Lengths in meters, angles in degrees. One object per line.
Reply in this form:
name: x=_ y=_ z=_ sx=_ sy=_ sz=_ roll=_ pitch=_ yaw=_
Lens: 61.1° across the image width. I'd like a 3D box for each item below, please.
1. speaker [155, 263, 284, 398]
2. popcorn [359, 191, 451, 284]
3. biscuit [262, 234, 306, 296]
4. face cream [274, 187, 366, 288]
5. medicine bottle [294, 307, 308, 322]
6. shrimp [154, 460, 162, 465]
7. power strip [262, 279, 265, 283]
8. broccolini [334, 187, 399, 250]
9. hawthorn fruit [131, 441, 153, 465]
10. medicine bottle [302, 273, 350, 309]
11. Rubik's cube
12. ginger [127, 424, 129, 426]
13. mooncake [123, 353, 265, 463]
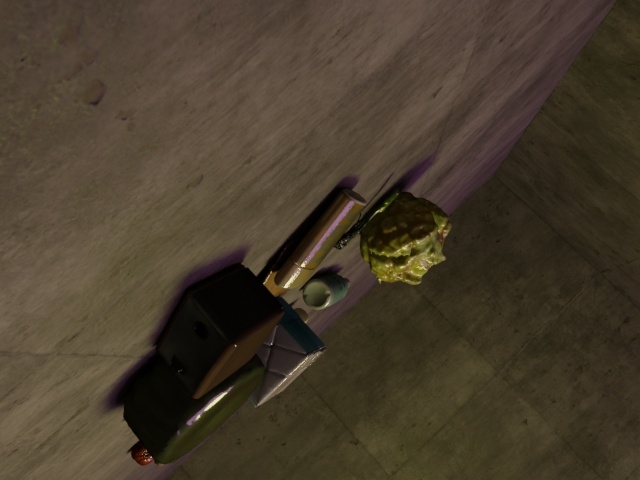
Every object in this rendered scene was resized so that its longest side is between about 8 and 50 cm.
speaker: x=-0.216 y=0.191 z=1.156 sx=0.193 sy=0.153 sz=0.231 roll=-27 pitch=160 yaw=-49
popcorn: x=0.271 y=0.005 z=1.801 sx=0.335 sy=0.274 sz=0.279 roll=-46 pitch=165 yaw=11
biscuit: x=-0.085 y=0.074 z=1.444 sx=0.236 sy=0.013 sz=0.232 roll=-56 pitch=164 yaw=21
face cream: x=0.000 y=0.000 z=1.345 sx=0.285 sy=0.067 sz=0.139 roll=-52 pitch=165 yaw=14
medicine bottle: x=-0.131 y=0.352 z=2.056 sx=0.114 sy=0.114 sz=0.252 roll=-28 pitch=161 yaw=-51
shrimp: x=-0.523 y=0.669 z=1.950 sx=0.317 sy=0.077 sz=0.168 roll=-58 pitch=-154 yaw=13
power strip: x=-0.139 y=0.126 z=1.497 sx=0.051 sy=0.019 sz=0.136 roll=-44 pitch=168 yaw=-7
broccolini: x=0.125 y=-0.063 z=1.602 sx=0.271 sy=0.062 sz=0.123 roll=-43 pitch=-176 yaw=23
hawthorn fruit: x=-0.625 y=0.748 z=1.925 sx=0.093 sy=0.093 sz=0.093 roll=-41 pitch=168 yaw=-11
medicine bottle: x=0.043 y=0.181 z=2.046 sx=0.110 sy=0.110 sz=0.352 roll=-47 pitch=167 yaw=15
Rubik's cube: x=-0.153 y=0.326 z=1.632 sx=0.221 sy=0.231 sz=0.225 roll=-45 pitch=169 yaw=8
ginger: x=-0.461 y=0.479 z=1.585 sx=0.193 sy=0.052 sz=0.176 roll=-41 pitch=162 yaw=-16
mooncake: x=-0.316 y=0.374 z=1.369 sx=0.356 sy=0.194 sz=0.356 roll=-43 pitch=165 yaw=-15
